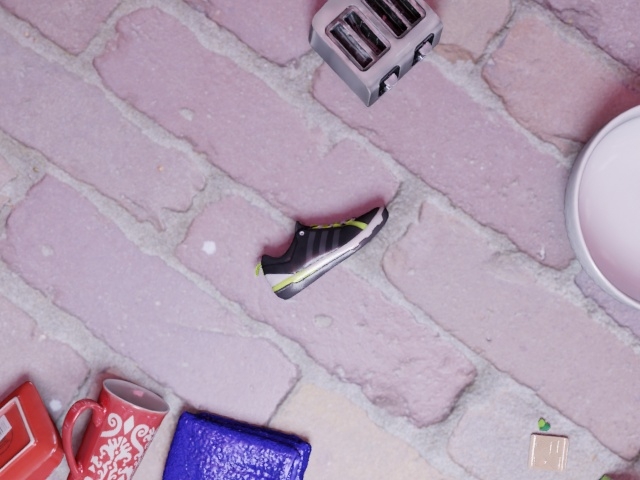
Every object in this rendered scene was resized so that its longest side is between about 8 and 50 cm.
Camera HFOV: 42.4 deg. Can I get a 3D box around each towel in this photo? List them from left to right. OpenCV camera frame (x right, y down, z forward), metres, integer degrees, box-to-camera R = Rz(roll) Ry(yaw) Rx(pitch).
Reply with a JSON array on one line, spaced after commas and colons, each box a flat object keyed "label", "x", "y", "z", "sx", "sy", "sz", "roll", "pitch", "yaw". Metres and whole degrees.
[{"label": "towel", "x": -0.153, "y": 0.445, "z": 1.310, "sx": 0.227, "sy": 0.076, "sz": 0.308, "roll": 14, "pitch": 88, "yaw": -2}]

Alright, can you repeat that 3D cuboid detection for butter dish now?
[{"label": "butter dish", "x": -0.461, "y": 0.332, "z": 1.291, "sx": 0.160, "sy": 0.118, "sz": 0.160, "roll": -42, "pitch": 49, "yaw": -1}]

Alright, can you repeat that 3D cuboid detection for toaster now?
[{"label": "toaster", "x": 0.083, "y": -0.339, "z": 1.329, "sx": 0.168, "sy": 0.110, "sz": 0.186, "roll": -42, "pitch": 89, "yaw": -4}]

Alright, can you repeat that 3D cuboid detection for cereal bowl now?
[{"label": "cereal bowl", "x": 0.545, "y": -0.048, "z": 1.317, "sx": 0.339, "sy": 0.141, "sz": 0.339, "roll": 0, "pitch": 89, "yaw": -2}]

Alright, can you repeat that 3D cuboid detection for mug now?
[{"label": "mug", "x": -0.339, "y": 0.311, "z": 1.291, "sx": 0.150, "sy": 0.113, "sz": 0.169, "roll": 24, "pitch": 92, "yaw": -19}]

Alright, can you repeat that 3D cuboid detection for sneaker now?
[{"label": "sneaker", "x": 0.000, "y": 0.000, "z": 1.327, "sx": 0.234, "sy": 0.084, "sz": 0.097, "roll": -35, "pitch": 88, "yaw": -3}]

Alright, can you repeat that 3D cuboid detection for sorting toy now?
[{"label": "sorting toy", "x": 0.376, "y": 0.337, "z": 1.361, "sx": 0.062, "sy": 0.012, "sz": 0.083, "roll": 6, "pitch": 91, "yaw": 3}]

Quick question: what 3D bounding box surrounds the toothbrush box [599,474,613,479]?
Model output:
[{"label": "toothbrush box", "x": 0.445, "y": 0.554, "z": 1.301, "sx": 0.206, "sy": 0.122, "sz": 0.283, "roll": 44, "pitch": 87, "yaw": -1}]
